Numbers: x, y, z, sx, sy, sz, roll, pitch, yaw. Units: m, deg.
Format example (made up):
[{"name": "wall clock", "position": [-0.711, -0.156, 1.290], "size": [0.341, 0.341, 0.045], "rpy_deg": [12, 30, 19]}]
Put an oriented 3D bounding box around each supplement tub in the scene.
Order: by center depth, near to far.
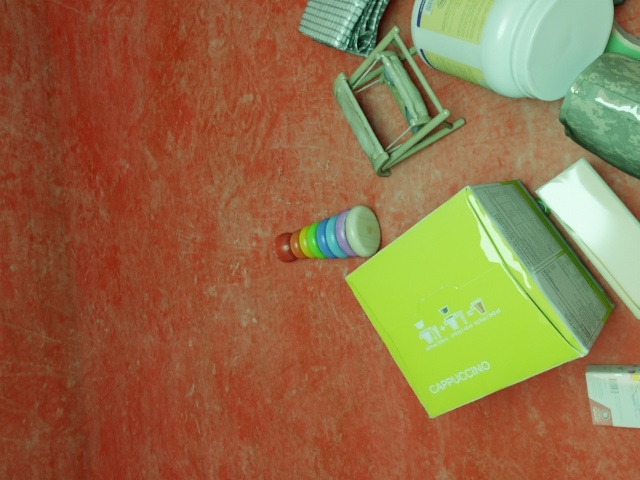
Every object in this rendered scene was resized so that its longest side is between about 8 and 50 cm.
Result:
[{"name": "supplement tub", "position": [0.369, -0.430, 0.948], "size": [0.241, 0.241, 0.331], "rpy_deg": [-62, 39, 18]}]

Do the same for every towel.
[{"name": "towel", "position": [0.074, -0.605, 1.196], "size": [0.235, 0.121, 0.283], "rpy_deg": [-63, 36, 17]}]

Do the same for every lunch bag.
[{"name": "lunch bag", "position": [0.589, -0.222, 0.866], "size": [0.235, 0.287, 0.169], "rpy_deg": [40, 112, 23]}]

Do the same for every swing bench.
[{"name": "swing bench", "position": [0.174, -0.332, 1.173], "size": [0.255, 0.165, 0.253], "rpy_deg": [-33, 77, 28]}]

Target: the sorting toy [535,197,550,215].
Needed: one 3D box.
[{"name": "sorting toy", "position": [0.478, -0.058, 1.083], "size": [0.102, 0.042, 0.061], "rpy_deg": [-24, 81, 29]}]

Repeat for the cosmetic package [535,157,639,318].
[{"name": "cosmetic package", "position": [0.589, -0.011, 0.954], "size": [0.113, 0.160, 0.309], "rpy_deg": [-41, 72, 26]}]

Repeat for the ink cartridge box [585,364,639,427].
[{"name": "ink cartridge box", "position": [0.674, 0.324, 0.978], "size": [0.198, 0.067, 0.115], "rpy_deg": [-8, 90, 32]}]

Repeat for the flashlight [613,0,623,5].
[{"name": "flashlight", "position": [0.690, -0.528, 0.900], "size": [0.304, 0.103, 0.103], "rpy_deg": [-8, 128, 33]}]

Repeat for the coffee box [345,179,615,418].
[{"name": "coffee box", "position": [0.331, 0.107, 0.985], "size": [0.337, 0.334, 0.338], "rpy_deg": [-41, 73, 36]}]

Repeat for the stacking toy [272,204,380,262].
[{"name": "stacking toy", "position": [0.000, 0.000, 1.331], "size": [0.330, 0.141, 0.141], "rpy_deg": [-12, 87, 38]}]

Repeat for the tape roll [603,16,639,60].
[{"name": "tape roll", "position": [0.653, -0.471, 0.852], "size": [0.321, 0.077, 0.321], "rpy_deg": [19, 131, 23]}]
